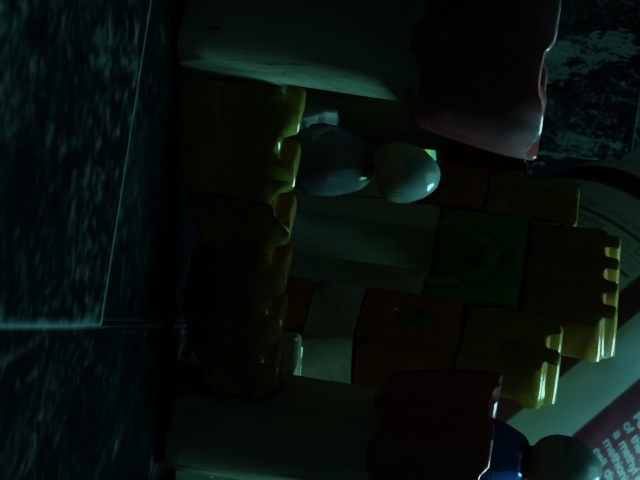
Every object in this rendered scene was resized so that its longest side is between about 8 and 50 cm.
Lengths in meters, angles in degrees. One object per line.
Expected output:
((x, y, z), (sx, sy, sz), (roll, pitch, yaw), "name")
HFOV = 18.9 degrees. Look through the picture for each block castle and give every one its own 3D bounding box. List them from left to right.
((0.068, -0.077, 1.005), (0.453, 0.212, 0.303), (-73, 170, -59), "block castle")

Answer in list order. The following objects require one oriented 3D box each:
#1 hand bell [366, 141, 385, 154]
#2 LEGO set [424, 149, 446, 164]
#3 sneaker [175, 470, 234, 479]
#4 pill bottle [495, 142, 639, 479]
((0.019, -0.033, 1.299), (0.126, 0.126, 0.242), (70, 42, -78), "hand bell")
((0.088, -0.020, 1.584), (0.132, 0.107, 0.287), (40, -45, 47), "LEGO set")
((-0.049, 0.169, 0.946), (0.235, 0.090, 0.095), (-59, 170, -66), "sneaker")
((0.161, 0.088, 1.231), (0.392, 0.224, 0.224), (-35, 151, -24), "pill bottle")
